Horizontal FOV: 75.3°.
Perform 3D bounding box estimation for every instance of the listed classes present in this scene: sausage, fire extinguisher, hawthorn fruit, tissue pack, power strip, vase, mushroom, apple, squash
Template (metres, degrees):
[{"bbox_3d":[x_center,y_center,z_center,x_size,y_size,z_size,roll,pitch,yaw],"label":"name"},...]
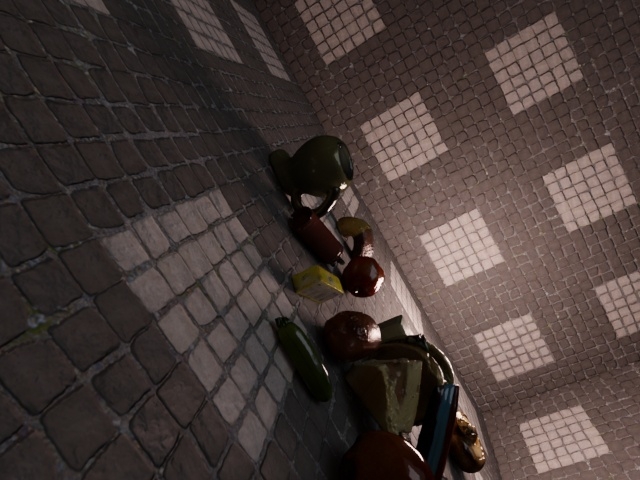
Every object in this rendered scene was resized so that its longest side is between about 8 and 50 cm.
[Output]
[{"bbox_3d":[0.107,0.305,1.332,0.140,0.153,0.268,60,13,22],"label":"sausage"},{"bbox_3d":[0.000,0.000,1.614,0.337,0.106,0.147,49,-1,-41],"label":"fire extinguisher"},{"bbox_3d":[0.178,0.166,1.758,0.179,0.179,0.200,56,30,-21],"label":"hawthorn fruit"},{"bbox_3d":[-0.006,0.144,1.347,0.176,0.095,0.062,36,31,-56],"label":"tissue pack"},{"bbox_3d":[0.347,0.465,1.836,0.224,0.139,0.140,62,15,1],"label":"power strip"},{"bbox_3d":[-0.034,-0.238,1.634,0.241,0.303,0.328,31,53,-61],"label":"vase"},{"bbox_3d":[0.713,1.001,2.074,0.297,0.163,0.278,-92,158,-56],"label":"mushroom"},{"bbox_3d":[0.150,0.563,0.969,0.229,0.230,0.229,54,18,-27],"label":"apple"},{"bbox_3d":[-0.037,0.302,1.051,0.257,0.069,0.069,60,16,-7],"label":"squash"}]

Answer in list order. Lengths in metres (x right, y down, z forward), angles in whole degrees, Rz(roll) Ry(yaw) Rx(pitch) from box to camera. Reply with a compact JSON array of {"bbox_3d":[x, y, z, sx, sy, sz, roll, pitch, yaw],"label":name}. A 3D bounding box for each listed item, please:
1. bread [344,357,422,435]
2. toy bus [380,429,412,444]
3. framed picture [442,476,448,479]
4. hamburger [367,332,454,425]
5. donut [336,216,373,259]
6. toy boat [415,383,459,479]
[{"bbox_3d":[0.182,0.477,1.300,0.184,0.211,0.223,19,71,-47],"label":"bread"},{"bbox_3d":[0.249,0.678,1.283,0.103,0.091,0.181,42,27,-48],"label":"toy bus"},{"bbox_3d":[0.494,1.060,1.559,0.265,0.016,0.346,48,21,-39],"label":"framed picture"},{"bbox_3d":[0.341,0.510,1.538,0.195,0.277,0.317,6,63,-61],"label":"hamburger"},{"bbox_3d":[0.193,-0.006,2.129,0.112,0.151,0.294,-13,77,-63],"label":"donut"},{"bbox_3d":[0.365,0.650,1.334,0.136,0.080,0.391,135,-26,-75],"label":"toy boat"}]
